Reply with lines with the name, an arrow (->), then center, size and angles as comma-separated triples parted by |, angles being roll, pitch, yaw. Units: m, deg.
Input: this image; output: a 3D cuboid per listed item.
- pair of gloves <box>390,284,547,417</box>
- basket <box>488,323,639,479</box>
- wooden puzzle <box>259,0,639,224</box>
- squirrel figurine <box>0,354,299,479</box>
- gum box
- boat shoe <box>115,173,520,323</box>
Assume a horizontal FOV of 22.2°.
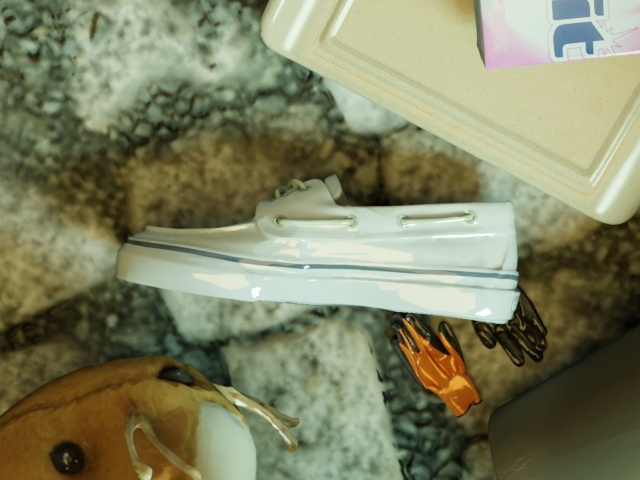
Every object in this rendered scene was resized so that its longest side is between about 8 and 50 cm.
pair of gloves -> 0.087, 0.056, 0.953 | 0.083, 0.010, 0.074 | -37, 98, 12
basket -> 0.219, 0.111, 0.887 | 0.227, 0.154, 0.204 | -23, 99, 15
wooden puzzle -> 0.117, -0.152, 0.877 | 0.238, 0.044, 0.221 | 26, 107, -7
squirrel figurine -> -0.082, 0.269, 0.877 | 0.370, 0.281, 0.397 | 44, 120, 15
gum box -> 0.125, -0.187, 0.808 | 0.107, 0.062, 0.188 | -6, 108, 3
boat shoe -> 0.000, 0.000, 0.920 | 0.226, 0.083, 0.076 | 5, 88, -2
